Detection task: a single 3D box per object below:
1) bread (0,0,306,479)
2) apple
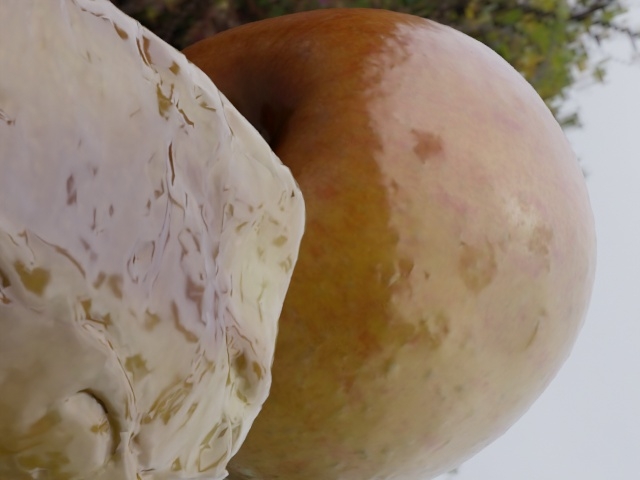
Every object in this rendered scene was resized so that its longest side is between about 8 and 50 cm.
[{"bbox_3d":[-0.157,-0.024,0.462,0.195,0.149,0.344,5,-20,37],"label":"bread"},{"bbox_3d":[0.000,0.000,0.978,0.299,0.299,0.275,44,5,41],"label":"apple"}]
